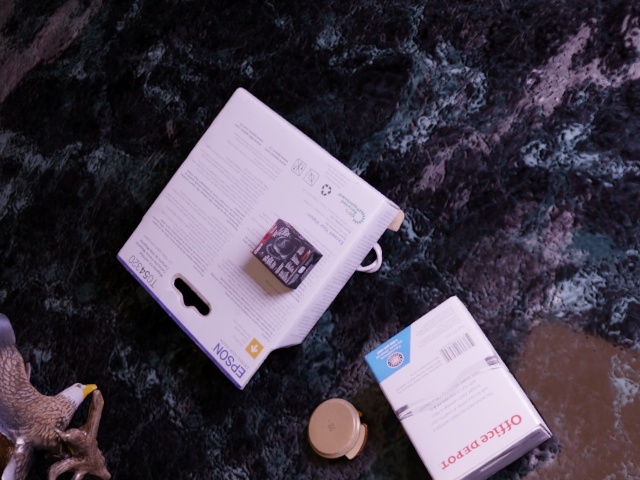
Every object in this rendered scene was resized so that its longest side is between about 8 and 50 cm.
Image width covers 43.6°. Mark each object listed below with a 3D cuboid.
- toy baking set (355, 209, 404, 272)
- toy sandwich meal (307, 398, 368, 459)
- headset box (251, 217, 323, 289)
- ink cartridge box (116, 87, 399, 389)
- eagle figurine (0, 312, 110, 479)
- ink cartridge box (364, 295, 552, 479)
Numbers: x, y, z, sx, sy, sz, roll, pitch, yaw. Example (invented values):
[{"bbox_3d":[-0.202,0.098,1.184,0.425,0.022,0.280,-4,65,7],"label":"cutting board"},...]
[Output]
[{"bbox_3d":[-0.004,-0.005,1.174,0.256,0.030,0.196,-37,62,14],"label":"toy baking set"},{"bbox_3d":[0.023,0.246,1.040,0.086,0.029,0.085,-14,61,26],"label":"toy sandwich meal"},{"bbox_3d":[-0.048,0.016,1.077,0.083,0.032,0.062,42,98,30],"label":"headset box"},{"bbox_3d":[-0.102,-0.009,1.169,0.324,0.071,0.330,41,98,29],"label":"ink cartridge box"},{"bbox_3d":[-0.435,0.251,1.176,0.298,0.225,0.226,25,90,22],"label":"eagle figurine"},{"bbox_3d":[0.163,0.187,0.965,0.140,0.082,0.190,-35,57,8],"label":"ink cartridge box"}]
